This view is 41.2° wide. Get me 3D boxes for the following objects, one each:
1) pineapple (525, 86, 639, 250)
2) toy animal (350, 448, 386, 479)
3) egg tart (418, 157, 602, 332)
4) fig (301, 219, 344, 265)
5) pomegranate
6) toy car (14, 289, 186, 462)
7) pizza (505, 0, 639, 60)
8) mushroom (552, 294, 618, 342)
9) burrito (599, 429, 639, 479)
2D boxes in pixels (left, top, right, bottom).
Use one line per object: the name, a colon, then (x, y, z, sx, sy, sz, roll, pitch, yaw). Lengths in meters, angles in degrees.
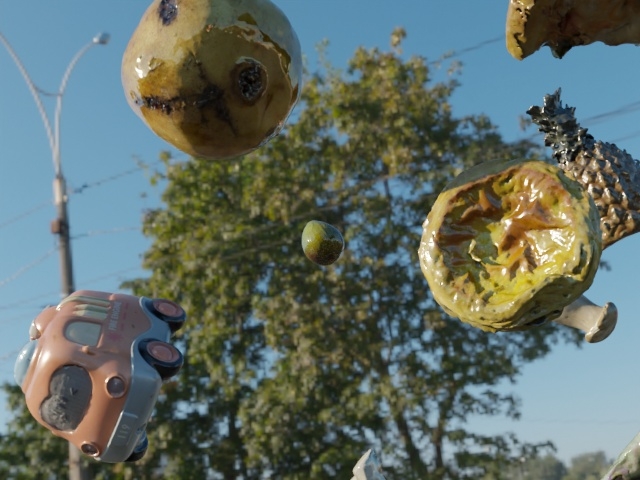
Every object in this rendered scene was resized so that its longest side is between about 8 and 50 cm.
pineapple: (0.573, -0.157, 1.817, 0.202, 0.361, 0.202, -30, -5, -3)
toy animal: (0.054, 0.328, 0.842, 0.104, 0.185, 0.183, -32, -20, -28)
egg tart: (0.248, 0.009, 1.110, 0.241, 0.240, 0.106, -14, -24, 20)
fig: (0.000, 0.000, 1.503, 0.074, 0.088, 0.074, -25, -29, -15)
pomegranate: (-0.152, -0.245, 1.223, 0.261, 0.260, 0.260, -6, -19, -2)
toy car: (-0.324, 0.179, 1.233, 0.213, 0.270, 0.180, 19, -69, -15)
pizza: (0.421, -0.370, 1.188, 0.392, 0.080, 0.435, -18, -38, 33)
mushroom: (0.517, 0.138, 1.799, 0.097, 0.213, 0.088, -39, -30, -35)
burrito: (0.608, 0.399, 1.573, 0.096, 0.309, 0.066, 32, 14, -10)
